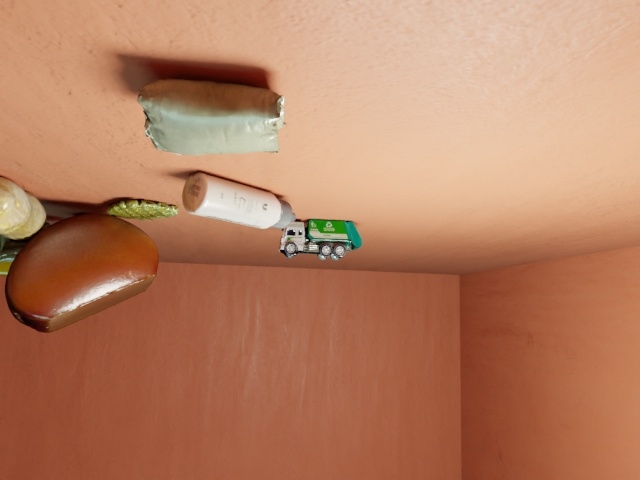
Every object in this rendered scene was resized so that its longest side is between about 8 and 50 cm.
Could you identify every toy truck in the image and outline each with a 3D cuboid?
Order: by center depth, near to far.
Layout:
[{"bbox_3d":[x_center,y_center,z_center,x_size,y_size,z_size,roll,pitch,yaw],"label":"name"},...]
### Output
[{"bbox_3d":[0.000,0.000,1.538,0.253,0.124,0.114,4,171,-5],"label":"toy truck"}]

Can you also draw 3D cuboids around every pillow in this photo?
[{"bbox_3d":[-0.131,-0.156,0.639,0.181,0.078,0.134,2,172,-8],"label":"pillow"}]

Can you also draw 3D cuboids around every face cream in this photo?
[{"bbox_3d":[-0.165,-0.079,1.141,0.092,0.092,0.311,-5,171,38],"label":"face cream"}]

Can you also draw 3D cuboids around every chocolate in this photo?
[{"bbox_3d":[-0.746,-0.073,1.174,0.134,0.134,0.309,4,174,-16],"label":"chocolate"}]

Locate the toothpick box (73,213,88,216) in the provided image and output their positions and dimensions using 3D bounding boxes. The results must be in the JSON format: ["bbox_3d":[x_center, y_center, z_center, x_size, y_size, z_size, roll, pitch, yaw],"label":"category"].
[{"bbox_3d":[-0.725,0.052,1.557,0.174,0.272,0.175,3,166,1],"label":"toothpick box"}]

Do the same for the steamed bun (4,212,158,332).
[{"bbox_3d":[-0.655,0.070,1.350,0.379,0.248,0.235,-25,173,-35],"label":"steamed bun"}]

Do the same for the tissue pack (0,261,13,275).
[{"bbox_3d":[-1.136,0.040,1.821,0.270,0.192,0.134,5,172,-29],"label":"tissue pack"}]

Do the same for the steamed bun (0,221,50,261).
[{"bbox_3d":[-1.035,-0.024,1.524,0.427,0.189,0.247,4,-160,-11],"label":"steamed bun"}]

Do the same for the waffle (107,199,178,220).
[{"bbox_3d":[-0.491,-0.082,1.375,0.169,0.036,0.183,7,171,-42],"label":"waffle"}]
